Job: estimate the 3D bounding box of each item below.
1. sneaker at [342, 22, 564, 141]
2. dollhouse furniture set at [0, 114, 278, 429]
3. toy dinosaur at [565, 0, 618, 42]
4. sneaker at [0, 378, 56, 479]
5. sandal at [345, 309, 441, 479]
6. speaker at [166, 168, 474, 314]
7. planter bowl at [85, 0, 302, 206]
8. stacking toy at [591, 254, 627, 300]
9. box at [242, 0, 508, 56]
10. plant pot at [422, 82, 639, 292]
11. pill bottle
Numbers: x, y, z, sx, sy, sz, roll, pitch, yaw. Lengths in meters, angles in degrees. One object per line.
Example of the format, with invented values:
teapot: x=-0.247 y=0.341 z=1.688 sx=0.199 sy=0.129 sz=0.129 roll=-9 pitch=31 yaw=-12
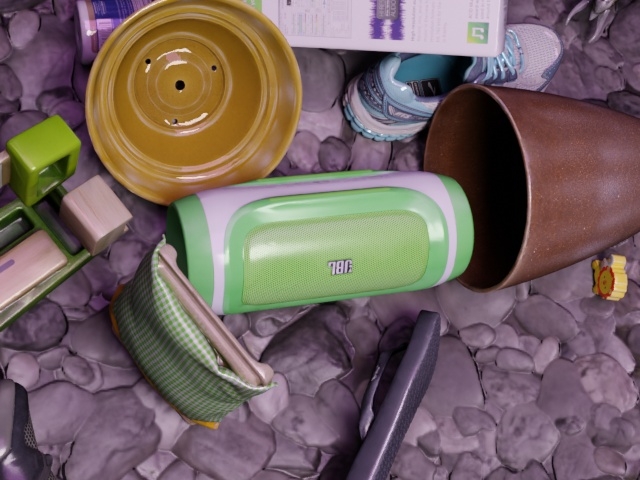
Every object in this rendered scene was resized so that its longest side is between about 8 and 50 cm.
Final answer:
sneaker: x=0.170 y=-0.187 z=1.133 sx=0.282 sy=0.122 sz=0.110 roll=-21 pitch=82 yaw=-21
dollhouse furniture set: x=-0.207 y=0.072 z=0.899 sx=0.151 sy=0.197 sz=0.301 roll=-39 pitch=87 yaw=-24
toy dinosaur: x=0.448 y=-0.362 z=1.269 sx=0.313 sy=0.160 sz=0.121 roll=-14 pitch=67 yaw=-29
sneaker: x=-0.246 y=0.237 z=0.903 sx=0.130 sy=0.087 sz=0.228 roll=2 pitch=66 yaw=-30
sandal: x=0.059 y=0.174 z=1.014 sx=0.054 sy=0.097 sz=0.255 roll=20 pitch=66 yaw=18
speaker: x=0.000 y=0.000 z=1.023 sx=0.296 sy=0.131 sz=0.131 roll=-6 pitch=76 yaw=-19
planter bowl: x=-0.134 y=-0.149 z=1.025 sx=0.217 sy=0.090 sz=0.217 roll=-8 pitch=114 yaw=-18
stacking toy: x=0.402 y=-0.030 z=1.197 sx=0.166 sy=0.052 sz=0.221 roll=6 pitch=72 yaw=-15
box: x=0.032 y=-0.312 z=1.025 sx=0.321 sy=0.058 sz=0.233 roll=6 pitch=108 yaw=15
plant pot: x=0.260 y=-0.063 z=1.079 sx=0.230 sy=0.215 sz=0.216 roll=-6 pitch=76 yaw=-21
pill bottle: x=-0.194 y=-0.221 z=1.060 sx=0.120 sy=0.067 sz=0.067 roll=-7 pitch=76 yaw=-19
